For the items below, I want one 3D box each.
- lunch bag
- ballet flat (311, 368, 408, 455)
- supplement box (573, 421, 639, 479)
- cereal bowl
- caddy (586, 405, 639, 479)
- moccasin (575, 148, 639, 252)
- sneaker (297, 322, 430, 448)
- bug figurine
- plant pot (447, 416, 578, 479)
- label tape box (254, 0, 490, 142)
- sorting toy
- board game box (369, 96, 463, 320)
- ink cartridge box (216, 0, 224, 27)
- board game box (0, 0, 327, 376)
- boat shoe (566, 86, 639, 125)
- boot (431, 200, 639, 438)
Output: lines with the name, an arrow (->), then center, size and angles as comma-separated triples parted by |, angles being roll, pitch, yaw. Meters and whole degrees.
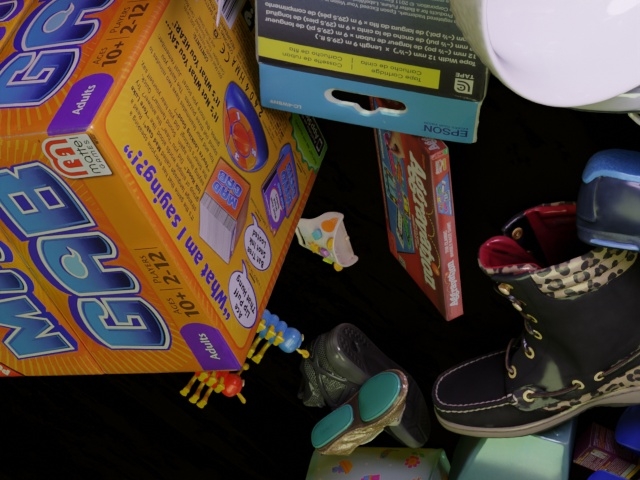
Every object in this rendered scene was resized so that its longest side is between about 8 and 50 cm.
lunch bag -> 0.077, 0.448, 2.152 | 0.223, 0.262, 0.160 | -2, 136, 25
ballet flat -> 0.070, 0.238, 1.959 | 0.067, 0.073, 0.206 | 20, 141, -31
supplement box -> 0.409, 0.301, 2.019 | 0.083, 0.043, 0.055 | 23, 140, -5
cereal bowl -> 0.243, -0.291, 1.256 | 0.339, 0.141, 0.339 | -22, 138, -21
caddy -> 0.473, 0.326, 1.829 | 0.179, 0.241, 0.341 | 31, 175, -3
moccasin -> 0.451, -0.009, 1.578 | 0.342, 0.138, 0.117 | 17, 116, 10
sneaker -> 0.056, 0.218, 2.041 | 0.130, 0.087, 0.227 | -24, 120, 42
bug figurine -> -0.148, 0.134, 2.037 | 0.216, 0.072, 0.279 | 37, 142, -11
plant pot -> 0.276, 0.304, 1.995 | 0.165, 0.166, 0.234 | 15, 133, 5
label tape box -> 0.065, -0.273, 1.459 | 0.249, 0.115, 0.348 | 11, 141, 9
sorting toy -> 0.000, 0.000, 1.857 | 0.075, 0.045, 0.083 | 18, 144, 34
board game box -> 0.114, -0.043, 1.689 | 0.027, 0.145, 0.281 | -26, 138, -14
ink cartridge box -> -0.095, -0.348, 1.342 | 0.066, 0.232, 0.189 | 13, 139, 3
board game box -> -0.255, -0.098, 1.594 | 0.356, 0.356, 0.356 | -4, 134, 26
boat shoe -> 0.408, -0.155, 1.451 | 0.367, 0.136, 0.156 | -7, 137, 15
boot -> 0.270, 0.103, 1.777 | 0.377, 0.138, 0.284 | -13, 131, 28
